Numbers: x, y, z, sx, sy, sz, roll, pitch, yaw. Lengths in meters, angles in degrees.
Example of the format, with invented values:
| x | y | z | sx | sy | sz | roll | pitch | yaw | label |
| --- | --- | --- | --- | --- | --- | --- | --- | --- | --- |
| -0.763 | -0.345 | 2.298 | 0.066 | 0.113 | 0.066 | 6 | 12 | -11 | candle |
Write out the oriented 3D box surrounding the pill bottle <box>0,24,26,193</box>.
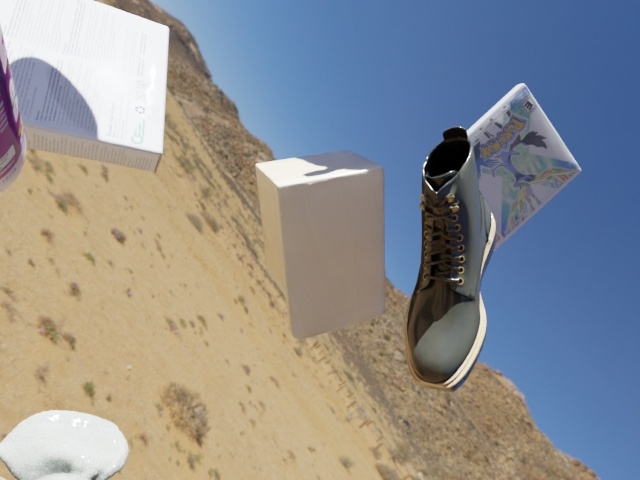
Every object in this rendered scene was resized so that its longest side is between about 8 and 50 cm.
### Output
| x | y | z | sx | sy | sz | roll | pitch | yaw | label |
| --- | --- | --- | --- | --- | --- | --- | --- | --- | --- |
| -0.366 | -0.156 | 0.402 | 0.169 | 0.169 | 0.301 | 57 | -33 | 5 | pill bottle |

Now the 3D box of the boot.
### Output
| x | y | z | sx | sy | sz | roll | pitch | yaw | label |
| --- | --- | --- | --- | --- | --- | --- | --- | --- | --- |
| 0.104 | 0.015 | 0.410 | 0.076 | 0.198 | 0.137 | 0 | -36 | 27 | boot |

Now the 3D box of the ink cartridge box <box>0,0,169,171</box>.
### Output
| x | y | z | sx | sy | sz | roll | pitch | yaw | label |
| --- | --- | --- | --- | --- | --- | --- | --- | --- | --- |
| -0.431 | -0.290 | 0.785 | 0.071 | 0.329 | 0.325 | -45 | -137 | 49 | ink cartridge box |

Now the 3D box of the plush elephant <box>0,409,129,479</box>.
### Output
| x | y | z | sx | sy | sz | roll | pitch | yaw | label |
| --- | --- | --- | --- | --- | --- | --- | --- | --- | --- |
| -0.302 | 0.317 | 0.437 | 0.272 | 0.255 | 0.331 | -102 | -170 | -66 | plush elephant |

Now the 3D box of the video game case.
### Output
| x | y | z | sx | sy | sz | roll | pitch | yaw | label |
| --- | --- | --- | --- | --- | --- | --- | --- | --- | --- |
| 0.491 | -0.188 | 1.236 | 0.300 | 0.329 | 0.036 | 48 | -1 | -15 | video game case |

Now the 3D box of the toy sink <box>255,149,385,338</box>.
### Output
| x | y | z | sx | sy | sz | roll | pitch | yaw | label |
| --- | --- | --- | --- | --- | --- | --- | --- | --- | --- |
| 0.000 | 0.000 | 0.693 | 0.131 | 0.152 | 0.235 | -135 | -143 | -60 | toy sink |
